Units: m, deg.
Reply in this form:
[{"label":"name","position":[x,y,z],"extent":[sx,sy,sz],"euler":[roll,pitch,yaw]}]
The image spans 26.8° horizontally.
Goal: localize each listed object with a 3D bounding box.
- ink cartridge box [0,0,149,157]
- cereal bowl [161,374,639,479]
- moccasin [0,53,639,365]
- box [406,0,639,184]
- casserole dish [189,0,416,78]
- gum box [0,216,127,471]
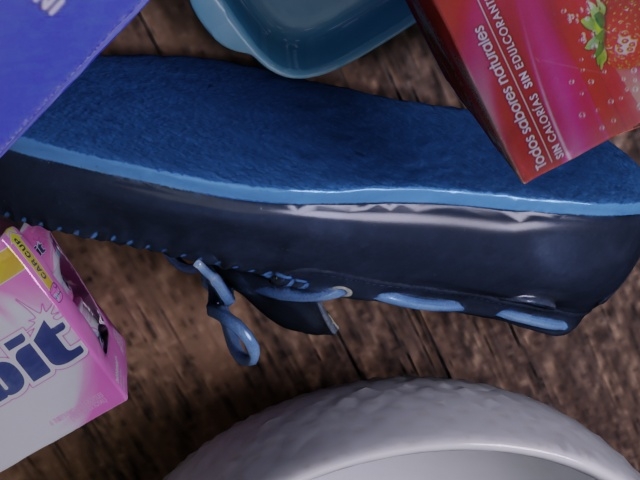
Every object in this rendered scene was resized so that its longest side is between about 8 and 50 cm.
[{"label":"ink cartridge box","position":[-0.176,-0.161,0.378],"extent":[0.151,0.395,0.270],"euler":[-44,115,11]},{"label":"cereal bowl","position":[0.033,0.213,0.739],"extent":[0.338,0.141,0.339],"euler":[-4,116,-7]},{"label":"moccasin","position":[0.000,0.000,0.634],"extent":[0.342,0.138,0.117],"euler":[9,122,-14]},{"label":"box","position":[0.066,-0.170,0.526],"extent":[0.122,0.128,0.257],"euler":[-28,116,4]},{"label":"casserole dish","position":[0.022,-0.156,0.617],"extent":[0.188,0.037,0.114],"euler":[-32,117,7]},{"label":"gum box","position":[-0.195,0.067,0.671],"extent":[0.188,0.062,0.107],"euler":[-30,117,5]}]
